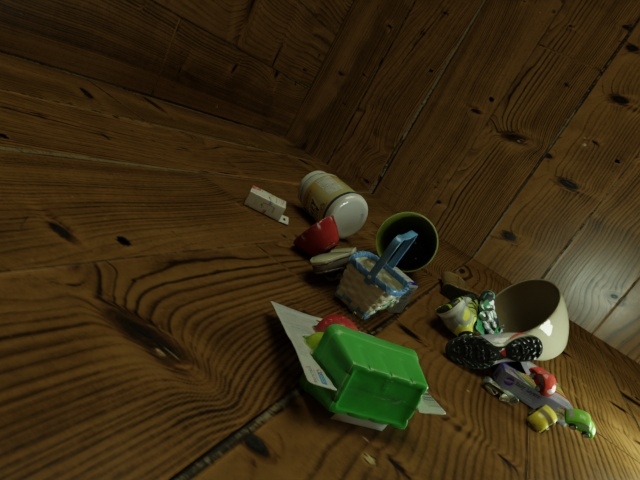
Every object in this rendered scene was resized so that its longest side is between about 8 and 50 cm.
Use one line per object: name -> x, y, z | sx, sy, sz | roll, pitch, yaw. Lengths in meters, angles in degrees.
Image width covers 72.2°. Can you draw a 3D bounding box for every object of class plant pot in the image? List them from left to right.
plant pot -> 0.423, 0.029, 2.086 | 0.275, 0.274, 0.293 | 36, 2, 19

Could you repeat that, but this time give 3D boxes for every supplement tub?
supplement tub -> 0.049, -0.175, 2.053 | 0.228, 0.228, 0.316 | 14, 22, -42

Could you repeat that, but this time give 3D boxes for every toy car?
toy car -> 0.743, 0.515, 1.334 | 0.225, 0.053, 0.239 | 31, 42, 5

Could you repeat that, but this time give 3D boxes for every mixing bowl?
mixing bowl -> 0.000, 0.000, 1.607 | 0.098, 0.181, 0.181 | 56, 22, 8

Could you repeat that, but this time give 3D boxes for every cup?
cup -> 0.884, 0.358, 1.826 | 0.237, 0.331, 0.331 | 52, 12, -14

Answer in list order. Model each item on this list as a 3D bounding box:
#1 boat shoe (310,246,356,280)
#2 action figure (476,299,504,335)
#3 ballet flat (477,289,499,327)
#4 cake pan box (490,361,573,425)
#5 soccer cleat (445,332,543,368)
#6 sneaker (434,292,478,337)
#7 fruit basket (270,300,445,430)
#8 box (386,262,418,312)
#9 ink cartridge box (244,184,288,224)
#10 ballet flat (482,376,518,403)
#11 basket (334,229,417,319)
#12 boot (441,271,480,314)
boat shoe -> 0.054, 0.085, 1.505 | 0.117, 0.096, 0.324 | -4, 4, 19
action figure -> 0.658, 0.353, 1.671 | 0.063, 0.137, 0.232 | 6, -42, 46
ballet flat -> 0.654, 0.287, 1.725 | 0.074, 0.074, 0.203 | -120, -170, -60
cake pan box -> 0.703, 0.478, 1.510 | 0.267, 0.070, 0.246 | 31, 14, 5
soccer cleat -> 0.562, 0.358, 1.458 | 0.318, 0.108, 0.116 | -3, -4, -4
sneaker -> 0.550, 0.301, 1.720 | 0.385, 0.145, 0.147 | 1, 60, -60
fruit basket -> 0.060, 0.264, 0.986 | 0.327, 0.165, 0.353 | 23, 2, -24
box -> 0.254, 0.168, 1.562 | 0.072, 0.126, 0.137 | 11, 25, -44
ink cartridge box -> -0.208, -0.147, 1.820 | 0.198, 0.067, 0.115 | 26, 16, -12
ballet flat -> 0.546, 0.467, 1.342 | 0.114, 0.041, 0.041 | 36, 18, 23
basket -> 0.198, 0.094, 1.396 | 0.201, 0.289, 0.255 | 35, 19, 18
boot -> 0.703, 0.246, 2.160 | 0.236, 0.089, 0.269 | 33, 16, 10
